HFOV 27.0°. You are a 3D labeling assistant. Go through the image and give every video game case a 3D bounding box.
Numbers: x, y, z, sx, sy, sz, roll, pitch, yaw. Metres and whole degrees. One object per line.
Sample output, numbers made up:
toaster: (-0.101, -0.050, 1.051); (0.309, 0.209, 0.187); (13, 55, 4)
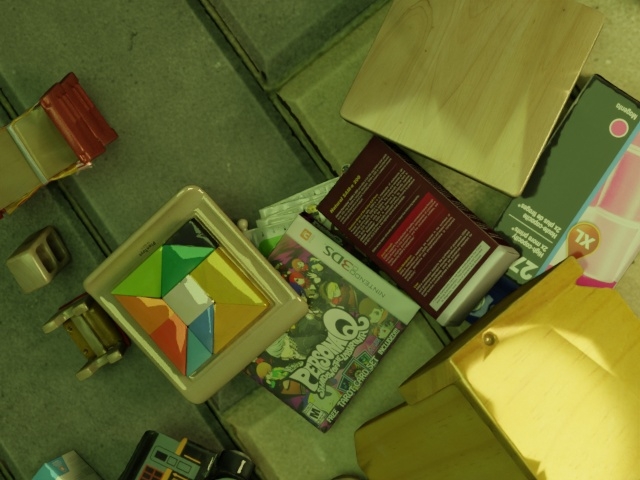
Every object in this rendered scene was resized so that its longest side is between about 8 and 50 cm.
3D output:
video game case: (-0.008, 0.113, 1.823); (0.210, 0.042, 0.232); (38, 105, 5)

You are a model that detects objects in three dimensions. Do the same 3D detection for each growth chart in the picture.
growth chart: (0.000, 0.000, 1.842); (0.237, 0.021, 0.172); (-27, 87, 15)

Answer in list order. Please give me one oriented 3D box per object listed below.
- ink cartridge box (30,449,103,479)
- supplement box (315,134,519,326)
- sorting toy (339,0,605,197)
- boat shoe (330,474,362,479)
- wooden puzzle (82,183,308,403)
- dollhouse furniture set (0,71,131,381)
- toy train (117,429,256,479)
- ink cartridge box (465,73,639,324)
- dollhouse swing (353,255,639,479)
ink cartridge box: (-0.351, 0.390, 1.916); (0.143, 0.092, 0.090); (43, 103, 10)
supplement box: (0.125, -0.013, 1.736); (0.239, 0.073, 0.130); (44, 104, 20)
sorting toy: (0.197, -0.215, 1.727); (0.255, 0.089, 0.257); (26, 87, 12)
boat shoe: (0.099, 0.451, 1.743); (0.342, 0.123, 0.123); (43, 123, 22)
wooden puzzle: (-0.171, 0.078, 1.793); (0.221, 0.044, 0.238); (-42, 96, 15)
dollhouse furniture set: (-0.344, -0.020, 1.889); (0.201, 0.152, 0.374); (-29, 102, 14)
toy train: (-0.219, 0.421, 1.819); (0.190, 0.142, 0.334); (25, 73, 4)
ink cartridge box: (0.328, -0.015, 1.735); (0.176, 0.069, 0.371); (34, 103, 11)
dollhouse swing: (0.272, 0.267, 1.733); (0.315, 0.305, 0.347); (-37, 88, -22)
